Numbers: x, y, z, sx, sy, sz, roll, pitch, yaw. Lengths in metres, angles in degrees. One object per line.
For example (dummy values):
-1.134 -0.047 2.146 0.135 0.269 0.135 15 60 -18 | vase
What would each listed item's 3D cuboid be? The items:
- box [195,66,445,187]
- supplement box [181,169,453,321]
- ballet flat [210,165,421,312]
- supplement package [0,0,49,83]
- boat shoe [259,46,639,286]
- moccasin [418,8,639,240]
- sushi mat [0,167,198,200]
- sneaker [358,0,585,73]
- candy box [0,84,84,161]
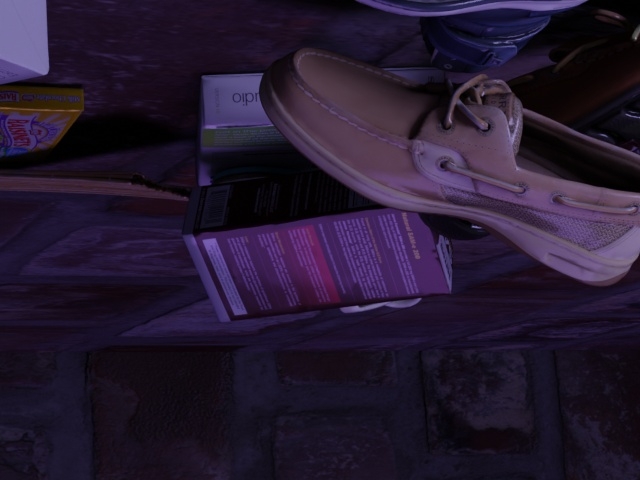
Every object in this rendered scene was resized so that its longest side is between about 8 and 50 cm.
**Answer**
-0.010 -0.103 1.612 0.232 0.058 0.322 -3 171 -6 | box
0.000 0.000 1.541 0.239 0.073 0.130 -7 133 14 | supplement box
0.018 0.011 1.725 0.139 0.139 0.400 -10 168 29 | ballet flat
-0.297 -0.171 0.763 0.263 0.198 0.199 -8 169 23 | supplement package
0.120 -0.082 1.254 0.341 0.121 0.110 22 130 -13 | boat shoe
0.245 -0.126 1.366 0.380 0.147 0.139 -27 142 34 | moccasin
-0.294 -0.062 1.668 0.317 0.019 0.151 3 175 23 | sushi mat
0.075 -0.179 1.152 0.226 0.086 0.163 3 168 -21 | sneaker
-0.301 -0.111 1.537 0.105 0.027 0.206 -2 170 -20 | candy box
